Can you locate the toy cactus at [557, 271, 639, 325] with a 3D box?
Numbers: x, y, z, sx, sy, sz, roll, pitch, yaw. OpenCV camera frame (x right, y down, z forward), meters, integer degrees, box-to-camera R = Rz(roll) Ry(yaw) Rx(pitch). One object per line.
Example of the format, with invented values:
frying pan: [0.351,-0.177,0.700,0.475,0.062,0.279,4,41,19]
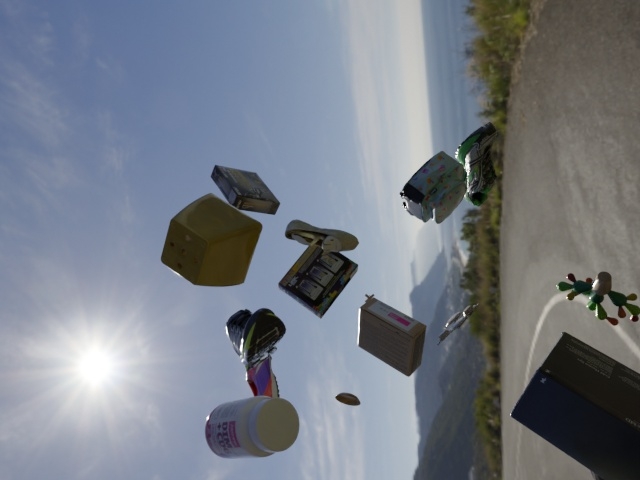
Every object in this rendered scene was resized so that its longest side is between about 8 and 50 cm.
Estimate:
toy cactus: [0.771,0.139,1.515,0.112,0.219,0.180,-47,-33,-17]

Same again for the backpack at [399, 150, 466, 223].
backpack: [0.339,-0.154,1.597,0.188,0.144,0.166,-53,-26,-10]

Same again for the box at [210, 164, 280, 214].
box: [-0.277,-0.186,2.028,0.231,0.183,0.056,51,124,42]

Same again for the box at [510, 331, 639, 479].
box: [0.759,0.459,1.533,0.312,0.343,0.179,-17,-48,-52]

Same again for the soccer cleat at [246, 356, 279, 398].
soccer cleat: [-0.257,0.521,2.265,0.109,0.116,0.318,117,142,-52]

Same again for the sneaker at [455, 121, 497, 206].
sneaker: [0.540,-0.252,1.849,0.146,0.134,0.344,46,161,28]

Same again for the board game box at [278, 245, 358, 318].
board game box: [-0.005,0.097,1.458,0.170,0.141,0.048,-50,-17,-20]

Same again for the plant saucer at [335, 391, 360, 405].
plant saucer: [0.088,0.502,1.757,0.083,0.083,0.015,72,-151,-50]

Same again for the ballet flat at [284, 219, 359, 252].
ballet flat: [0.000,0.000,1.217,0.052,0.168,0.057,-59,-23,-44]

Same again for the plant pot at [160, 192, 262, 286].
plant pot: [-0.326,0.014,1.573,0.187,0.212,0.212,-23,-41,-58]

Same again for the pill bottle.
pill bottle: [-0.190,0.515,1.526,0.160,0.283,0.161,16,-118,-33]

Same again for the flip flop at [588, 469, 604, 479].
flip flop: [0.991,0.797,1.962,0.277,0.112,0.080,62,162,-14]

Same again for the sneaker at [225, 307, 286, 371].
sneaker: [-0.163,0.209,1.250,0.121,0.111,0.300,49,154,12]

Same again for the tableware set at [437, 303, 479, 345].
tableware set: [0.433,0.261,1.757,0.141,0.020,0.169,-42,-6,-37]

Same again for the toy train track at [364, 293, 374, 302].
toy train track: [0.208,0.244,2.198,0.083,0.048,0.014,42,161,28]

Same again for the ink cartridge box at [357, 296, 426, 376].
ink cartridge box: [0.249,0.339,1.958,0.088,0.234,0.193,-30,-45,-39]
